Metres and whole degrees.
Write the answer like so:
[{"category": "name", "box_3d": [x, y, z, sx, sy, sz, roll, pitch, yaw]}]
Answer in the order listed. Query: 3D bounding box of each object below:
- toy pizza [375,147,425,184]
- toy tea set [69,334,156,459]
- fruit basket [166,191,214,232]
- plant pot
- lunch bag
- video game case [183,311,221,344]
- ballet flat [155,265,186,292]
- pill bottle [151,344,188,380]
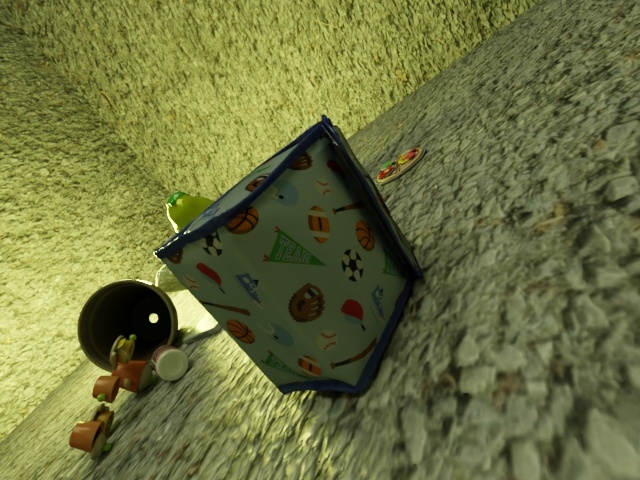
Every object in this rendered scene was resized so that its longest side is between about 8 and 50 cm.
[{"category": "toy pizza", "box_3d": [0.267, -0.262, 1.390, 0.201, 0.032, 0.201, -36, 15, 11]}, {"category": "toy tea set", "box_3d": [-0.561, 0.445, 1.141, 0.336, 0.124, 0.200, -85, 10, -46]}, {"category": "fruit basket", "box_3d": [-0.412, -0.031, 1.510, 0.392, 0.392, 0.283, -47, 10, -28]}, {"category": "plant pot", "box_3d": [-0.665, 0.302, 1.509, 0.323, 0.323, 0.280, -40, -2, -4]}, {"category": "lunch bag", "box_3d": [0.000, 0.000, 0.683, 0.239, 0.327, 0.385, -18, 23, 42]}, {"category": "video game case", "box_3d": [-0.347, 0.248, 1.368, 0.193, 0.023, 0.212, -27, 19, 37]}, {"category": "ballet flat", "box_3d": [-0.472, 0.110, 1.681, 0.409, 0.146, 0.147, -23, 1, -42]}, {"category": "pill bottle", "box_3d": [-0.439, 0.348, 1.169, 0.086, 0.086, 0.152, -46, 17, -25]}]
